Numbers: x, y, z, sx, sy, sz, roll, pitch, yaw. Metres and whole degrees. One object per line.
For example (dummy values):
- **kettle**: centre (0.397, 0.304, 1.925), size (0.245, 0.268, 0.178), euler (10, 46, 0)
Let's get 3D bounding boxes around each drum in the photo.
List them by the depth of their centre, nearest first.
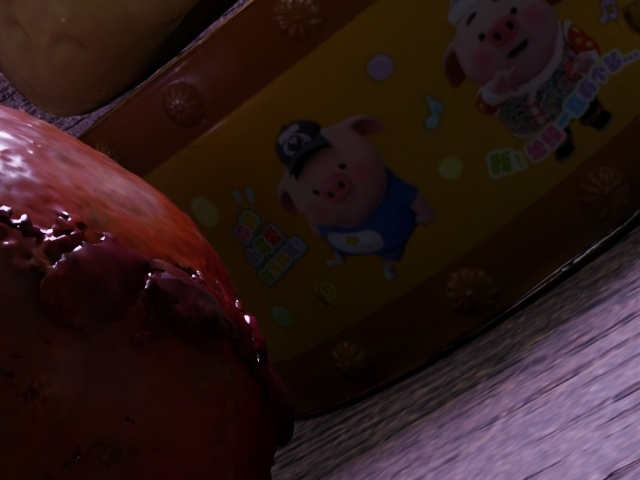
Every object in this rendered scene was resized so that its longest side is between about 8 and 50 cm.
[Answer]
- **drum**: centre (0.066, -0.097, 1.126), size (0.431, 0.214, 0.431), euler (-37, 7, 6)

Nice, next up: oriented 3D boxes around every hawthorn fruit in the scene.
- **hawthorn fruit**: centre (-0.175, 0.073, 0.805), size (0.316, 0.316, 0.316), euler (-36, 7, 5)

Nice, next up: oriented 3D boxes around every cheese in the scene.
- **cheese**: centre (-0.092, -0.171, 1.081), size (0.226, 0.117, 0.214), euler (-40, -1, 24)
